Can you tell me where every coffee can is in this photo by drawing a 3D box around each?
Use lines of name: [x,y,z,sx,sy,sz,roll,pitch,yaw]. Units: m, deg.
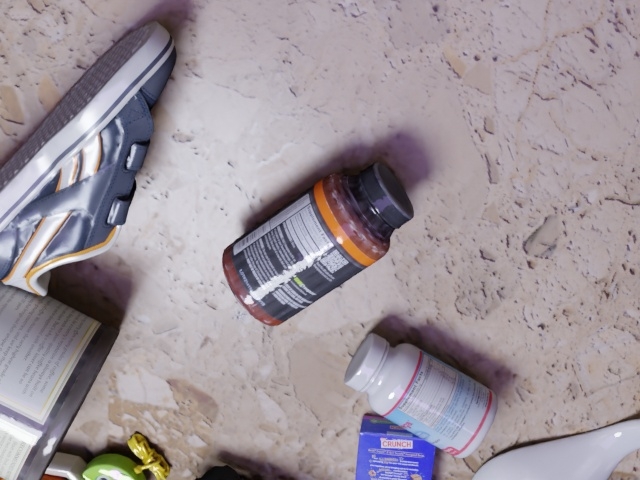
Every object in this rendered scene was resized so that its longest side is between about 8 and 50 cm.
coffee can: [-0.388,0.124,1.160,0.275,0.201,0.202,29,113,-6]

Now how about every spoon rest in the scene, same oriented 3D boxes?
spoon rest: [0.298,0.277,1.234,0.276,0.084,0.137,-31,107,31]

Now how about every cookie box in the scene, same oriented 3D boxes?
cookie box: [0.088,0.266,1.260,0.091,0.040,0.107,6,114,4]

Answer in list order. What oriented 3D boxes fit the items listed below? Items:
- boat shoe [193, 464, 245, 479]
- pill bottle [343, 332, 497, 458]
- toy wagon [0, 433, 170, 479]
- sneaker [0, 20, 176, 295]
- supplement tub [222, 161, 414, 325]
boat shoe: [-0.118,0.454,1.286,0.158,0.127,0.341,29,119,35]
pill bottle: [0.110,0.170,1.191,0.160,0.087,0.087,30,113,-7]
toy wagon: [-0.339,0.358,1.321,0.344,0.068,0.267,-35,103,16]
sneaker: [-0.237,-0.078,1.101,0.127,0.126,0.321,40,106,-24]
supplement tub: [0.000,0.000,1.119,0.198,0.106,0.106,-34,106,18]
